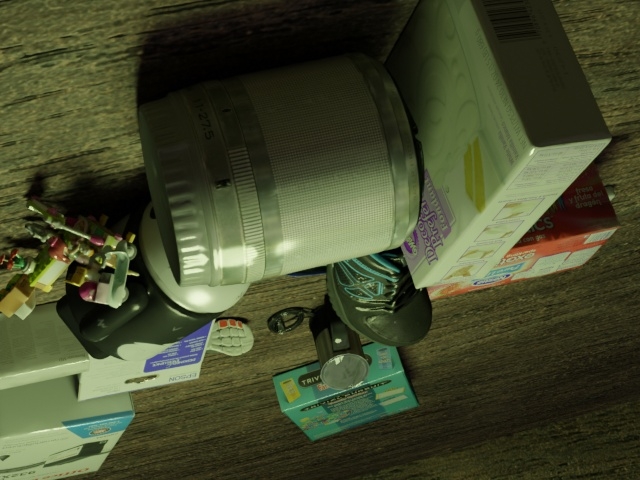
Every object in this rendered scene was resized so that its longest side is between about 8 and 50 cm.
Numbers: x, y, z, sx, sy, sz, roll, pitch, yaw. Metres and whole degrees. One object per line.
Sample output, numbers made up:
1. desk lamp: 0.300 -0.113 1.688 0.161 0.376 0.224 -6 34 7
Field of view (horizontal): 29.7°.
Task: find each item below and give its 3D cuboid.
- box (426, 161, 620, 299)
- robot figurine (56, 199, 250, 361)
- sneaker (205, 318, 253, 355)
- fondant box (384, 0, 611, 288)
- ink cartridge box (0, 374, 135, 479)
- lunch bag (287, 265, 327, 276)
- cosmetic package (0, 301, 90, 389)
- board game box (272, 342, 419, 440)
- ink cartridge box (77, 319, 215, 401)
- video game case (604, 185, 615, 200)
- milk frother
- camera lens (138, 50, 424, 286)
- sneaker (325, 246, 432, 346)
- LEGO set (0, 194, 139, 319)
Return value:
1. box: 0.257 -0.023 1.764 0.299 0.142 0.154 -12 158 -15
2. robot figurine: -0.211 0.044 1.529 0.278 0.209 0.173 -32 138 33
3. sneaker: -0.188 0.162 2.006 0.157 0.061 0.065 1 174 -32
4. fondant box: 0.160 -0.123 1.314 0.096 0.238 0.330 -10 157 -21
5. ink cartridge box: -0.458 0.303 2.011 0.223 0.129 0.307 -7 156 -26
6. lunch bag: 0.000 0.000 1.698 0.128 0.096 0.151 -4 168 -37
7. cosmetic package: -0.454 0.159 1.708 0.239 0.099 0.060 -10 157 -17
8. board game box: 0.061 0.314 2.514 0.253 0.079 0.336 -19 158 3
9. ink cartridge box: -0.272 0.158 1.861 0.206 0.045 0.208 -8 141 -25
10. video game case: 0.364 -0.024 2.007 0.201 0.023 0.183 -10 157 -19
11. milk frother: -0.005 0.175 2.048 0.143 0.135 0.129 -23 127 7
12. camera lens: -0.040 -0.075 1.298 0.274 0.219 0.219 -13 158 -12
13. sneaker: 0.076 0.037 1.575 0.125 0.139 0.341 -47 132 -17
14. LEGO set: -0.331 0.015 1.455 0.107 0.132 0.287 25 159 -37
